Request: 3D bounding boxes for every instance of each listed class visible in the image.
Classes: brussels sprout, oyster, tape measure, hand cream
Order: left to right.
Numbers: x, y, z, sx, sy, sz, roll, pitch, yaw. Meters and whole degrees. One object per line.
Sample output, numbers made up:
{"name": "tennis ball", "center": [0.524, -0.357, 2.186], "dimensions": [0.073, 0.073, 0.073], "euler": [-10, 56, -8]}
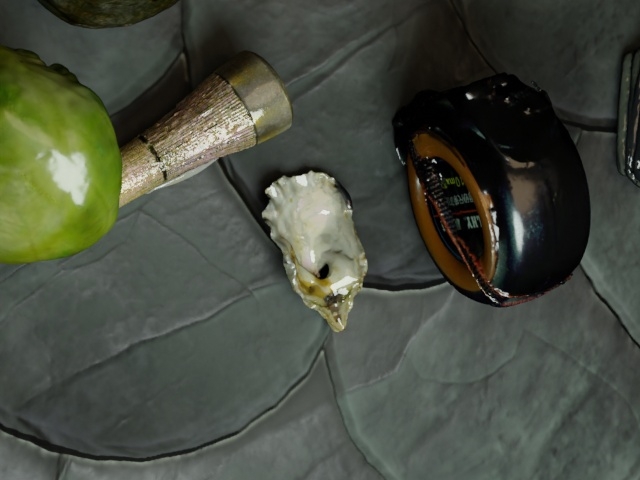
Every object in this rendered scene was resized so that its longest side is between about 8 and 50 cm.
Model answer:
{"name": "brussels sprout", "center": [-0.260, -0.076, 1.337], "dimensions": [0.223, 0.223, 0.161], "euler": [39, 67, -21]}
{"name": "hand cream", "center": [-0.124, -0.091, 1.477], "dimensions": [0.203, 0.084, 0.084], "euler": [-33, 104, -18]}
{"name": "oyster", "center": [0.000, 0.000, 1.552], "dimensions": [0.146, 0.045, 0.122], "euler": [37, 77, -14]}
{"name": "tape measure", "center": [0.166, -0.050, 1.551], "dimensions": [0.135, 0.202, 0.223], "euler": [-19, 93, -22]}

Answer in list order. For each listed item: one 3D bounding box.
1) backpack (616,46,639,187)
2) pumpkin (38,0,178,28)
{"name": "backpack", "center": [0.450, -0.124, 1.743], "dimensions": [0.258, 0.133, 0.206], "euler": [7, 90, -33]}
{"name": "pumpkin", "center": [-0.191, -0.348, 1.364], "dimensions": [0.242, 0.232, 0.325], "euler": [-22, 96, -23]}
